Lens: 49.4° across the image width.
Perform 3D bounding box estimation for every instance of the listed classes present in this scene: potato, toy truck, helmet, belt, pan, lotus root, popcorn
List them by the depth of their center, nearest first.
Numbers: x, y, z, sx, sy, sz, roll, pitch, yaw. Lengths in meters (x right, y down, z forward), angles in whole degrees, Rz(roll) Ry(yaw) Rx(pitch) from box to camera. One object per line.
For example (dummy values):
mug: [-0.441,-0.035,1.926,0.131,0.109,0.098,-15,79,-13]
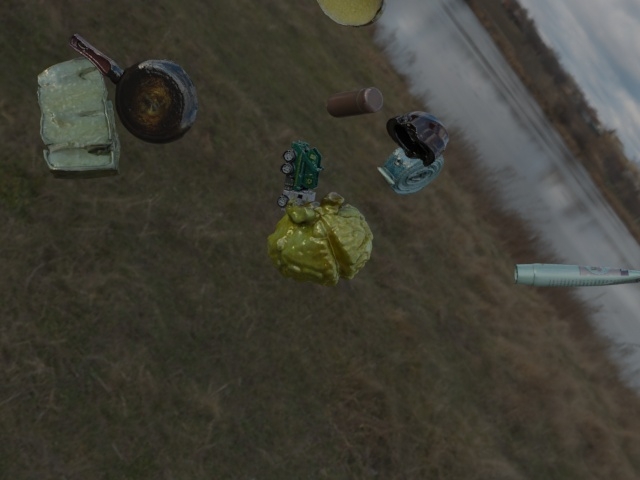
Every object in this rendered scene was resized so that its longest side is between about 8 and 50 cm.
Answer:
pan: [-0.259,-0.215,0.934,0.212,0.115,0.040,37,13,4]
lotus root: [-0.424,-0.202,1.232,0.138,0.119,0.234,104,-26,-65]
helmet: [0.187,-0.199,1.291,0.123,0.070,0.098,45,-14,39]
belt: [0.227,-0.184,1.732,0.082,0.148,0.163,50,9,23]
potato: [0.080,-0.630,1.752,0.200,0.164,0.081,38,28,5]
popcorn: [0.000,0.000,1.795,0.258,0.270,0.224,33,31,-13]
toy truck: [-0.056,-0.189,2.115,0.116,0.216,0.110,12,14,11]

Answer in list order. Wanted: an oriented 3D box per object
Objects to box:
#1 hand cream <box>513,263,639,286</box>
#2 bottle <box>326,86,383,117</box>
hand cream: [0.647,0.091,1.707,0.085,0.331,0.058,72,23,-72]
bottle: [0.069,-0.284,1.438,0.053,0.053,0.140,42,-20,-29]
